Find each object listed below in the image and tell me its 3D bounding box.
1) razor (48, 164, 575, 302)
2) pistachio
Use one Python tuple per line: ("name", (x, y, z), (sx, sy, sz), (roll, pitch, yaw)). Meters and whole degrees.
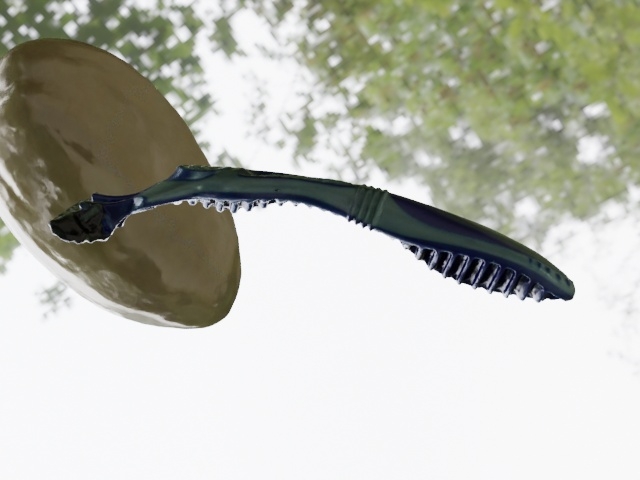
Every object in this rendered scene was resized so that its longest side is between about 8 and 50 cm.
("razor", (0.000, -0.005, 0.461), (0.044, 0.154, 0.028), (-63, -19, -79))
("pistachio", (-0.139, -0.033, 1.033), (0.226, 0.136, 0.136), (50, -138, -20))
